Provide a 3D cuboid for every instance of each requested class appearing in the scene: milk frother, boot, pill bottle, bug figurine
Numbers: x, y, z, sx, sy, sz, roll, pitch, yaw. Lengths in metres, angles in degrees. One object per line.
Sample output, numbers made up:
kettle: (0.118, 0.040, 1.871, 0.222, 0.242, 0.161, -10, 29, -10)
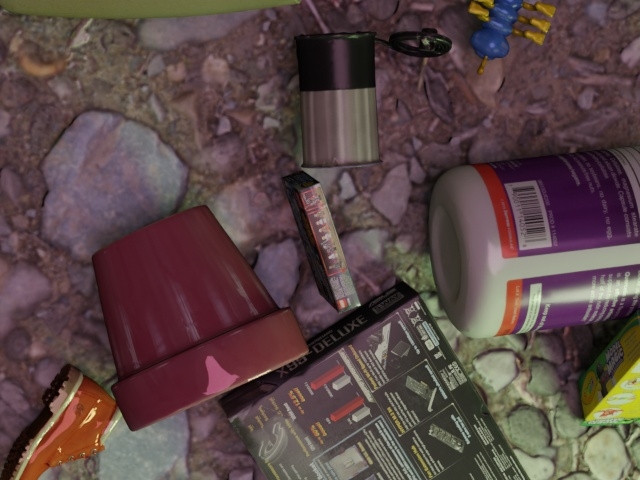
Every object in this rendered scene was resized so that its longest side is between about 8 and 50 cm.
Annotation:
milk frother: (0.055, -0.144, 1.741, 0.129, 0.143, 0.135, -14, 103, -55)
boot: (-0.270, 0.215, 1.795, 0.084, 0.059, 0.158, 35, 90, -21)
pill bottle: (0.285, -0.004, 1.810, 0.323, 0.181, 0.182, -7, 101, -11)
bug figurine: (0.121, -0.311, 1.774, 0.279, 0.072, 0.216, 25, 88, -11)

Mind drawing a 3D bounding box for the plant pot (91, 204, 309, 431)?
plant pot: (-0.136, 0.071, 1.736, 0.201, 0.201, 0.180, -24, 89, -7)

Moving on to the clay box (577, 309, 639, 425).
clay box: (0.364, 0.139, 1.865, 0.127, 0.222, 0.053, -2, 64, -14)

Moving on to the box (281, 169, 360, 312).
box: (0.000, 0.000, 1.793, 0.027, 0.094, 0.137, -20, 104, -7)

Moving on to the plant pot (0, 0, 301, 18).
plant pot: (-0.183, -0.311, 1.638, 0.274, 0.256, 0.256, -16, 104, 7)

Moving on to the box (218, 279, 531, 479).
box: (0.073, 0.237, 1.862, 0.242, 0.076, 0.307, -33, 105, -5)
